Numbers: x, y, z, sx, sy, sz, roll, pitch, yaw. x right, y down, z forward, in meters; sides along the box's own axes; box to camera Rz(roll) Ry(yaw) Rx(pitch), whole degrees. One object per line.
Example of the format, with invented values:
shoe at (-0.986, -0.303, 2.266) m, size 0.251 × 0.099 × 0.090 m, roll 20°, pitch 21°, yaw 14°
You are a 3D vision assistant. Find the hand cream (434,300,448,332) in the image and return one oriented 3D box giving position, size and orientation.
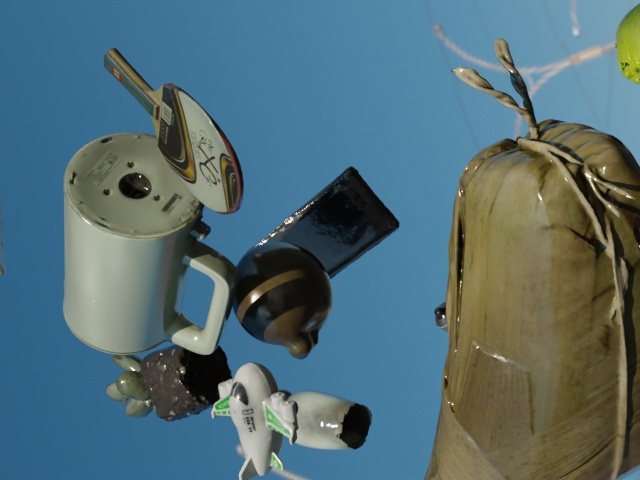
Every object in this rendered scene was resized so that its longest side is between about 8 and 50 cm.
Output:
hand cream at (0.292, 0.176, 2.101) m, size 0.248 × 0.052 × 0.075 m, roll 32°, pitch -158°, yaw -36°

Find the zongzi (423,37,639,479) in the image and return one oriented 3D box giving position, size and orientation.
zongzi at (0.156, 0.128, 1.122) m, size 0.218 × 0.467 × 0.500 m, roll 38°, pitch 166°, yaw 50°

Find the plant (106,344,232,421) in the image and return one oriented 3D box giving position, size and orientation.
plant at (-0.300, 0.274, 2.195) m, size 0.149 × 0.274 × 0.146 m, roll 4°, pitch -103°, yaw -47°

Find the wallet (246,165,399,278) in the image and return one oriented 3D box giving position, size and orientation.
wallet at (0.000, 0.000, 2.132) m, size 0.146 × 0.285 × 0.030 m, roll 47°, pitch -156°, yaw -10°

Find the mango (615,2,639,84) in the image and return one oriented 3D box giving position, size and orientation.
mango at (0.462, -0.266, 1.482) m, size 0.100 × 0.178 × 0.119 m, roll -2°, pitch -101°, yaw -42°

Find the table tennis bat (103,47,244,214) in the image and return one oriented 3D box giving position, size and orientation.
table tennis bat at (-0.200, -0.159, 1.574) m, size 0.022 × 0.173 × 0.301 m, roll -32°, pitch -112°, yaw -29°

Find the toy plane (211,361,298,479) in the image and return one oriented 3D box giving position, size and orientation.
toy plane at (-0.094, 0.261, 1.667) m, size 0.080 × 0.174 × 0.174 m, roll -17°, pitch -93°, yaw -43°

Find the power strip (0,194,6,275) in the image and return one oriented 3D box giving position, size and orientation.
power strip at (-0.582, -0.072, 1.923) m, size 0.265 × 0.059 × 0.193 m, roll -116°, pitch 9°, yaw -55°

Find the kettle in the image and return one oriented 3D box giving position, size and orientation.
kettle at (-0.264, 0.017, 1.763) m, size 0.265 × 0.318 × 0.205 m, roll 3°, pitch -130°, yaw -13°

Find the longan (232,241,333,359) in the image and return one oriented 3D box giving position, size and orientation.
longan at (-0.058, 0.100, 1.909) m, size 0.185 × 0.159 × 0.204 m, roll 2°, pitch -121°, yaw -44°

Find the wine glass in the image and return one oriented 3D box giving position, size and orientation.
wine glass at (-0.008, 0.348, 2.236) m, size 0.111 × 0.204 × 0.111 m, roll -6°, pitch -82°, yaw -50°
